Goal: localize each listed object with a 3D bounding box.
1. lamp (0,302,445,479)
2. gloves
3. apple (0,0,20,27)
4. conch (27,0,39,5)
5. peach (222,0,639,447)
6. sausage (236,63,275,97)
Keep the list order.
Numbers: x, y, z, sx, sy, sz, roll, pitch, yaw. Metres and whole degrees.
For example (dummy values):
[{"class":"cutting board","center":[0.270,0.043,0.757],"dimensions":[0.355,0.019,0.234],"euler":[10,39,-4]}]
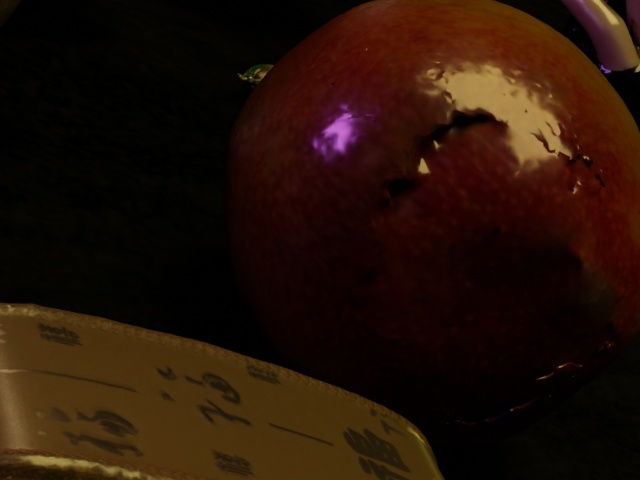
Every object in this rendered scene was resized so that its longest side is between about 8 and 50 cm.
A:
[{"class":"lamp","center":[-0.053,0.103,0.385],"dimensions":[0.185,0.161,0.161],"euler":[18,25,-29]},{"class":"gloves","center":[0.273,-0.201,1.356],"dimensions":[0.152,0.301,0.197],"euler":[12,20,2]},{"class":"apple","center":[-0.255,-0.240,0.671],"dimensions":[0.319,0.277,0.319],"euler":[26,22,-11]},{"class":"conch","center":[-0.199,-0.295,0.930],"dimensions":[0.186,0.240,0.313],"euler":[23,-28,54]},{"class":"peach","center":[0.060,-0.012,0.734],"dimensions":[0.231,0.231,0.231],"euler":[28,21,-12]},{"class":"sausage","center":[0.029,-0.105,1.135],"dimensions":[0.269,0.033,0.033],"euler":[6,33,-50]}]
